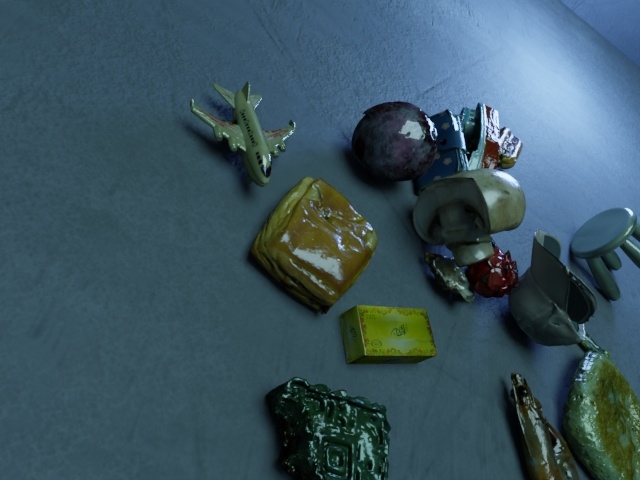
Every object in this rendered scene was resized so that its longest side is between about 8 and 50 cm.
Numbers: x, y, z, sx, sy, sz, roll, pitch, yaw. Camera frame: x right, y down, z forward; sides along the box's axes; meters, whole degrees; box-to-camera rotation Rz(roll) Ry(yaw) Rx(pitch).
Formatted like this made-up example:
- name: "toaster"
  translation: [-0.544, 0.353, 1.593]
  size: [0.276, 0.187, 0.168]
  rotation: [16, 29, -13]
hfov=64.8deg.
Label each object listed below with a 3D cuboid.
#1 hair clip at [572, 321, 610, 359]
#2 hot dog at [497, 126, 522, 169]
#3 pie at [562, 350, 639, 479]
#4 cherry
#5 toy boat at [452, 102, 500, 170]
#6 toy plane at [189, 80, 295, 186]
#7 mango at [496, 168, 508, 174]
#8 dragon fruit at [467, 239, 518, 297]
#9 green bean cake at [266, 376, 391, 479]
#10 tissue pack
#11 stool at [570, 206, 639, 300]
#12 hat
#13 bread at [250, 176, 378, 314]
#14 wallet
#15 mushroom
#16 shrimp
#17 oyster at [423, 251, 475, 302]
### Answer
- name: "hair clip"
  translation: [0.684, 0.241, 1.318]
  size: [0.188, 0.033, 0.060]
  rotation: [51, 45, 6]
- name: "hot dog"
  translation: [0.536, -0.267, 1.493]
  size: [0.104, 0.076, 0.250]
  rotation: [41, 39, 1]
- name: "pie"
  translation: [0.681, 0.427, 1.184]
  size: [0.323, 0.070, 0.323]
  rotation: [18, 57, -29]
- name: "cherry"
  translation: [0.166, -0.221, 1.146]
  size: [0.195, 0.195, 0.195]
  rotation: [17, 55, -26]
- name: "toy boat"
  translation: [0.388, -0.234, 1.338]
  size: [0.133, 0.145, 0.332]
  rotation: [16, 50, 2]
- name: "toy plane"
  translation: [-0.139, -0.203, 0.977]
  size: [0.228, 0.092, 0.244]
  rotation: [3, 62, -36]
- name: "mango"
  translation: [0.518, -0.178, 1.452]
  size: [0.060, 0.046, 0.089]
  rotation: [50, 36, 11]
- name: "dragon fruit"
  translation: [0.395, 0.067, 1.161]
  size: [0.121, 0.142, 0.130]
  rotation: [27, 93, -13]
- name: "green bean cake"
  translation: [0.006, 0.327, 0.747]
  size: [0.193, 0.107, 0.208]
  rotation: [25, 53, -22]
- name: "tissue pack"
  translation: [0.130, 0.179, 0.952]
  size: [0.175, 0.062, 0.095]
  rotation: [8, 59, -30]
- name: "stool"
  translation: [0.877, 0.032, 1.473]
  size: [0.198, 0.195, 0.195]
  rotation: [41, 48, -10]
- name: "hat"
  translation: [0.512, 0.113, 1.149]
  size: [0.232, 0.160, 0.275]
  rotation: [-91, 165, -58]
- name: "bread"
  translation: [0.000, 0.000, 0.944]
  size: [0.210, 0.099, 0.235]
  rotation: [41, 48, -7]
- name: "wallet"
  translation: [0.292, -0.222, 1.257]
  size: [0.059, 0.141, 0.202]
  rotation: [36, 42, -47]
- name: "mushroom"
  translation: [0.345, -0.055, 1.107]
  size: [0.188, 0.253, 0.195]
  rotation: [-16, 88, -22]
- name: "shrimp"
  translation: [0.468, 0.414, 1.044]
  size: [0.152, 0.063, 0.287]
  rotation: [4, 64, -36]
- name: "oyster"
  translation: [0.284, 0.083, 1.124]
  size: [0.148, 0.051, 0.103]
  rotation: [56, 30, 6]
